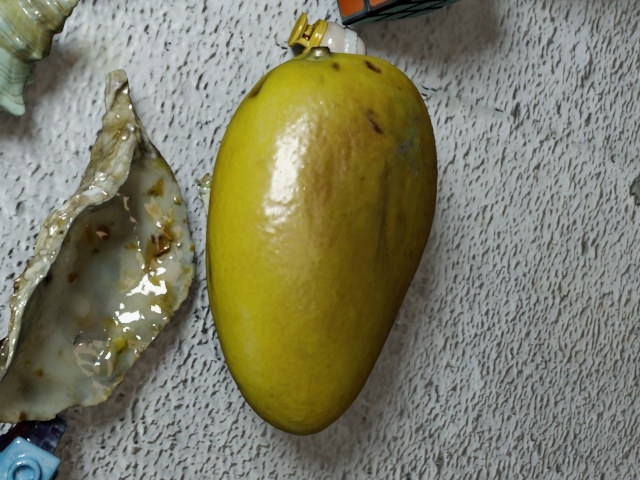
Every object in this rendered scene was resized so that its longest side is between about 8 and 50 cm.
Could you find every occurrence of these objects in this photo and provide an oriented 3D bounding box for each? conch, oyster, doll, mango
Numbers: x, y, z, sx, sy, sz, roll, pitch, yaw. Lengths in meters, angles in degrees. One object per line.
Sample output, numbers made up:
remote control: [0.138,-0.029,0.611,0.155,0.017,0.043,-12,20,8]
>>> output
conch: [-0.344,-0.181,0.721,0.234,0.137,0.114,-52,135,-2]
oyster: [-0.239,0.022,0.778,0.204,0.110,0.396,45,57,-50]
doll: [0.019,-0.236,0.898,0.127,0.073,0.084,23,118,-17]
mango: [0.000,0.000,0.805,0.301,0.220,0.446,10,89,-52]

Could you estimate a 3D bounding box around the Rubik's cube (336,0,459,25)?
Rubik's cube: [0.111,-0.369,0.852,0.162,0.163,0.161,-22,102,-37]

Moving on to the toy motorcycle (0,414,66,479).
toy motorcycle: [-0.383,0.367,0.678,0.172,0.232,0.416,38,79,-15]

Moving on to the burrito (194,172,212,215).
burrito: [-0.109,0.003,0.872,0.045,0.041,0.186,-11,101,21]
